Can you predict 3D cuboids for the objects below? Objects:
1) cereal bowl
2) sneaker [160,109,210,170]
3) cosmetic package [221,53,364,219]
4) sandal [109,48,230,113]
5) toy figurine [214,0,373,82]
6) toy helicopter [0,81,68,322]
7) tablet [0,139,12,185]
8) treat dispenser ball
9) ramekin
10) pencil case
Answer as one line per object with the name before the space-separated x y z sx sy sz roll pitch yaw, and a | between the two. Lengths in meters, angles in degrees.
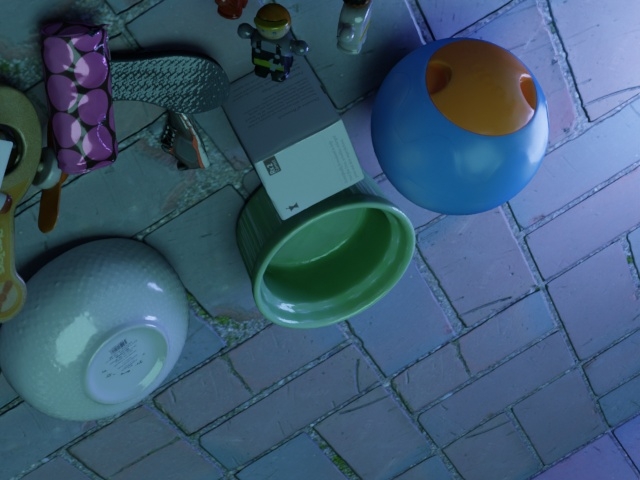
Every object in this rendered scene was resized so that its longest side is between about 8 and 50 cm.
cereal bowl | -0.359 0.173 2.112 0.339 0.141 0.339 -24 135 -27
sneaker | -0.222 -0.159 1.967 0.064 0.061 0.158 -19 139 0
cosmetic package | -0.047 -0.165 1.966 0.151 0.184 0.151 -28 142 -2
sandal | -0.256 -0.247 1.862 0.254 0.054 0.097 3 123 -21
toy figurine | -0.036 -0.350 1.750 0.213 0.210 0.148 -19 151 -15
toy helicopter | -0.458 -0.054 1.806 0.235 0.140 0.355 -16 116 -40
tablet | -0.448 -0.097 1.693 0.054 0.006 0.083 9 103 -48
treat dispenser ball | 0.225 -0.184 2.030 0.288 0.288 0.288 -17 140 -15
ramekin | 0.000 0.000 2.203 0.303 0.148 0.303 -17 140 -15
pencil case | -0.334 -0.202 1.768 0.098 0.095 0.209 -18 118 -35
